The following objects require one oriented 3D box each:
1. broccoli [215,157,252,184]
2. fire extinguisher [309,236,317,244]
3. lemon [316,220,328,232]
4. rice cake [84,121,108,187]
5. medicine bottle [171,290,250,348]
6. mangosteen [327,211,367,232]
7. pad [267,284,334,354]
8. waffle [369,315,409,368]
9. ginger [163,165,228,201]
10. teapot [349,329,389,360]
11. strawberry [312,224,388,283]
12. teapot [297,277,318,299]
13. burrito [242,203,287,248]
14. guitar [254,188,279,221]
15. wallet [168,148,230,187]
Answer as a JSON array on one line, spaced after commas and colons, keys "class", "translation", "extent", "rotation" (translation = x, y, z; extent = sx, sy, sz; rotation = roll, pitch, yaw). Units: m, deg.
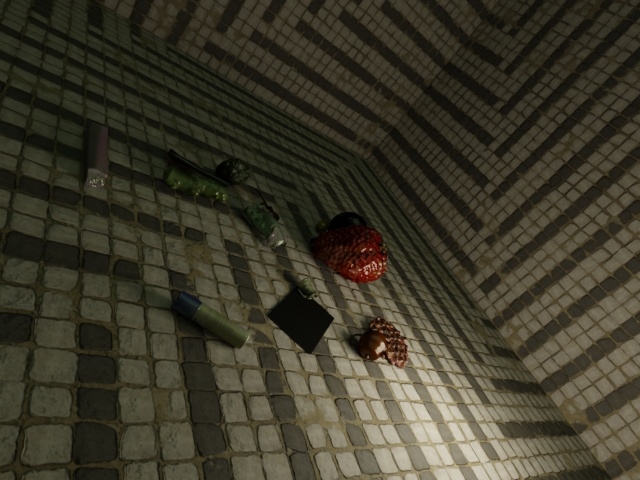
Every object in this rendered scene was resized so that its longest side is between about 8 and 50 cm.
[{"class": "broccoli", "translation": [-0.403, -0.316, 1.993], "extent": [0.145, 0.162, 0.137], "rotation": [55, 23, -43]}, {"class": "fire extinguisher", "translation": [0.000, 0.000, 2.155], "extent": [0.132, 0.056, 0.039], "rotation": [-12, 82, -58]}, {"class": "lemon", "translation": [0.007, -0.071, 2.278], "extent": [0.062, 0.062, 0.083], "rotation": [42, 21, 3]}, {"class": "rice cake", "translation": [-0.775, -0.306, 1.501], "extent": [0.073, 0.056, 0.365], "rotation": [19, 30, -37]}, {"class": "medicine bottle", "translation": [-0.312, 0.228, 1.247], "extent": [0.231, 0.059, 0.059], "rotation": [35, 23, -12]}, {"class": "mangosteen", "translation": [0.146, -0.036, 2.280], "extent": [0.211, 0.211, 0.250], "rotation": [50, -4, 21]}, {"class": "pad", "translation": [-0.062, 0.283, 1.606], "extent": [0.202, 0.005, 0.300], "rotation": [42, 23, 3]}, {"class": "waffle", "translation": [0.287, 0.423, 1.835], "extent": [0.221, 0.055, 0.234], "rotation": [40, 28, -6]}, {"class": "ginger", "translation": [-0.496, -0.216, 1.738], "extent": [0.137, 0.089, 0.290], "rotation": [33, 11, 32]}, {"class": "teapot", "translation": [0.189, 0.407, 1.660], "extent": [0.173, 0.116, 0.116], "rotation": [19, 16, 20]}, {"class": "strawberry", "translation": [0.134, 0.054, 2.021], "extent": [0.351, 0.267, 0.312], "rotation": [14, 18, -10]}, {"class": "teapot", "translation": [-0.050, 0.196, 1.713], "extent": [0.067, 0.057, 0.083], "rotation": [-26, 67, -25]}, {"class": "burrito", "translation": [-0.228, -0.063, 1.873], "extent": [0.229, 0.089, 0.144], "rotation": [48, 26, 21]}, {"class": "guitar", "translation": [-0.269, -0.173, 2.080], "extent": [0.088, 0.025, 0.233], "rotation": [13, 34, -47]}, {"class": "wallet", "translation": [-0.522, -0.308, 1.875], "extent": [0.285, 0.030, 0.146], "rotation": [30, 3, -20]}]
